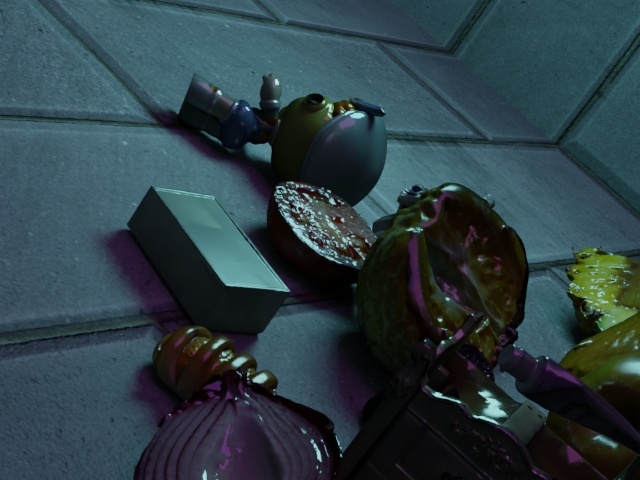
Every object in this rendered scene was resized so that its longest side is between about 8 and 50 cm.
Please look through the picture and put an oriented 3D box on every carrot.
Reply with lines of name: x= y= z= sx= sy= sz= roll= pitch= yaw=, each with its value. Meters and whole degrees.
carrot: x=0.610 y=0.248 z=2.408 sx=0.340 sy=0.241 sz=0.241 roll=29 pitch=23 yaw=-20

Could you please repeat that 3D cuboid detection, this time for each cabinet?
cabinet: x=0.162 y=0.298 z=1.557 sx=0.290 sy=0.318 sz=0.227 roll=41 pitch=23 yaw=13

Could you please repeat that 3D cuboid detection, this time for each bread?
bread: x=-0.131 y=0.173 z=1.708 sx=0.177 sy=0.084 sz=0.119 roll=37 pitch=21 yaw=14

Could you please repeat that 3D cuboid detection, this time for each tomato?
tomato: x=-0.003 y=0.000 z=2.232 sx=0.225 sy=0.085 sz=0.225 roll=31 pitch=25 yaw=-17

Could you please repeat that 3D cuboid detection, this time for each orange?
orange: x=0.173 y=0.077 z=2.125 sx=0.271 sy=0.210 sz=0.369 roll=59 pitch=43 yaw=-20

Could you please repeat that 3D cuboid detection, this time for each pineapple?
pineapple: x=0.603 y=0.194 z=2.660 sx=0.344 sy=0.209 sz=0.286 roll=19 pitch=42 yaw=27

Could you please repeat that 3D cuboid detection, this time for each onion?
onion: x=-0.086 y=0.255 z=1.492 sx=0.227 sy=0.120 sz=0.283 roll=-6 pitch=32 yaw=1

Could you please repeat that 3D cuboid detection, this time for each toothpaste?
toothpaste: x=0.311 y=0.204 z=1.480 sx=0.301 sy=0.048 sz=0.075 roll=36 pitch=-8 yaw=-19

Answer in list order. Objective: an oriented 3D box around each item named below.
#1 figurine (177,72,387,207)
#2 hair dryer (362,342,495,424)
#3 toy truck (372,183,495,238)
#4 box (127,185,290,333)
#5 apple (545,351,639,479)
figurine: x=-0.074 y=-0.167 z=2.423 sx=0.381 sy=0.224 sz=0.205 roll=11 pitch=46 yaw=4
hair dryer: x=0.143 y=0.278 z=1.812 sx=0.089 sy=0.197 sz=0.251 roll=29 pitch=44 yaw=-25
toy truck: x=0.193 y=-0.008 z=2.355 sx=0.213 sy=0.177 sz=0.161 roll=9 pitch=12 yaw=24
box: x=-0.165 y=0.027 z=1.944 sx=0.129 sy=0.086 sz=0.225 roll=8 pitch=34 yaw=-47
apple: x=0.481 y=0.315 z=2.035 sx=0.301 sy=0.301 sz=0.301 roll=30 pitch=23 yaw=-14
